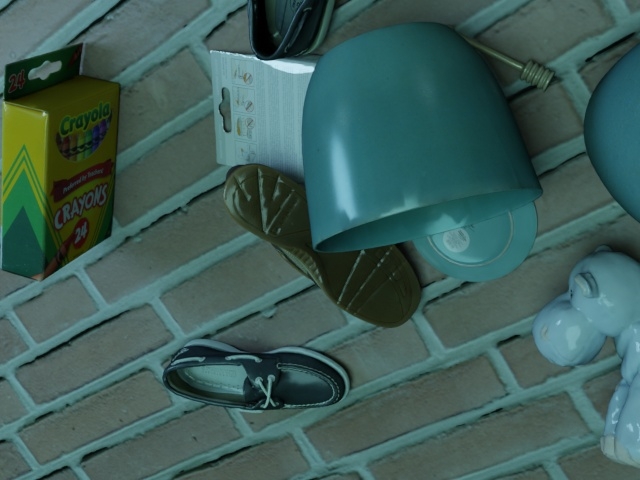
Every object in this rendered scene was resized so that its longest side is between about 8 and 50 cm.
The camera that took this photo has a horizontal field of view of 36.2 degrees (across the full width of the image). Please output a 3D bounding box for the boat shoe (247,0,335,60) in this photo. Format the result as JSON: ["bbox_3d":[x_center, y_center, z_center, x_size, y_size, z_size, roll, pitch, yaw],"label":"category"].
[{"bbox_3d":[-0.040,-0.377,1.246,0.127,0.113,0.340,34,135,19],"label":"boat shoe"}]

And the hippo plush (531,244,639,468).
[{"bbox_3d":[0.402,0.132,1.249,0.236,0.234,0.294,40,119,2],"label":"hippo plush"}]

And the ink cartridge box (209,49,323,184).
[{"bbox_3d":[-0.057,-0.182,1.423,0.225,0.056,0.180,16,117,36],"label":"ink cartridge box"}]

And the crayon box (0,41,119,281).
[{"bbox_3d":[-0.391,-0.122,1.478,0.081,0.202,0.318,15,116,15],"label":"crayon box"}]

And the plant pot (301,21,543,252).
[{"bbox_3d":[0.108,-0.134,1.241,0.293,0.293,0.235,-17,81,26],"label":"plant pot"}]

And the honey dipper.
[{"bbox_3d":[0.230,-0.245,1.286,0.161,0.030,0.030,31,118,11],"label":"honey dipper"}]

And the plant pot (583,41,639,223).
[{"bbox_3d":[0.426,-0.129,1.141,0.195,0.290,0.290,17,122,55],"label":"plant pot"}]

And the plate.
[{"bbox_3d":[0.210,-0.025,1.382,0.188,0.024,0.188,7,113,18],"label":"plate"}]

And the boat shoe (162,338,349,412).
[{"bbox_3d":[-0.106,0.229,1.567,0.303,0.091,0.114,1,111,21],"label":"boat shoe"}]

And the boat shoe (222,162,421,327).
[{"bbox_3d":[0.000,0.000,1.430,0.342,0.123,0.123,34,93,-16],"label":"boat shoe"}]
